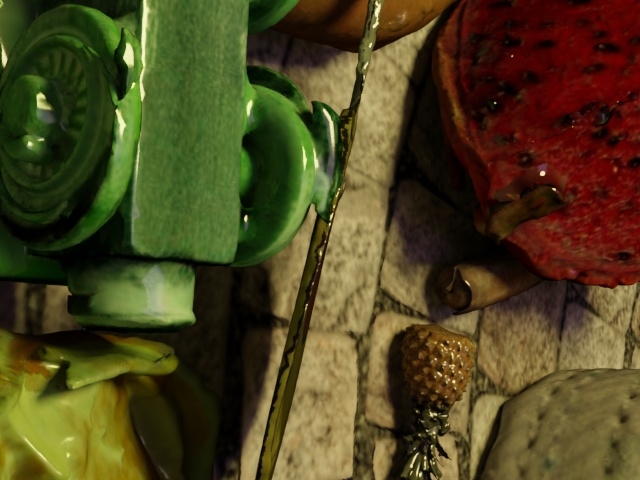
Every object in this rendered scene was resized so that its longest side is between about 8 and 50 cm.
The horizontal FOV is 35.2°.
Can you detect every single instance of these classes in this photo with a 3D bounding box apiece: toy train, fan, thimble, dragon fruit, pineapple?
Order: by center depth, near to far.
[{"bbox_3d":[-0.098,-0.084,0.416,0.132,0.188,0.243,7,82,-50],"label":"toy train"},{"bbox_3d":[0.001,0.000,0.522,0.229,0.011,0.335,99,3,-75],"label":"fan"},{"bbox_3d":[0.075,0.124,0.730,0.058,0.058,0.124,9,95,-49],"label":"pineapple"},{"bbox_3d":[0.243,-0.062,0.785,0.302,0.240,0.330,-51,119,-23],"label":"dragon fruit"},{"bbox_3d":[0.243,0.220,0.835,0.245,0.157,0.217,-47,120,-42],"label":"thimble"}]

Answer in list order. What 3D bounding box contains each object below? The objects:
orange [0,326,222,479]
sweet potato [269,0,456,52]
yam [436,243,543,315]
[{"bbox_3d":[-0.124,0.159,0.355,0.334,0.196,0.262,6,83,-67],"label":"orange"},{"bbox_3d":[0.044,-0.178,0.663,0.354,0.106,0.095,-24,140,-47],"label":"sweet potato"},{"bbox_3d":[0.176,0.017,0.849,0.264,0.046,0.046,-14,99,-50],"label":"yam"}]
